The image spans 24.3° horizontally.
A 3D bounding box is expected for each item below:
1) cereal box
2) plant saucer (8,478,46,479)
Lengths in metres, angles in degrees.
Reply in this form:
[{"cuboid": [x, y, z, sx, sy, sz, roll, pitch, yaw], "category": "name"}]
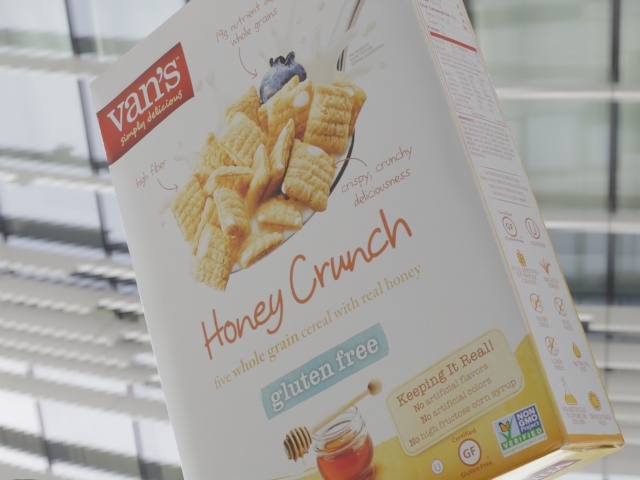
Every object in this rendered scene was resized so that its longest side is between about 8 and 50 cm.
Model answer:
[{"cuboid": [0.000, 0.000, 0.582, 0.173, 0.240, 0.047, -33, 154, 33], "category": "cereal box"}, {"cuboid": [-0.076, 0.115, 0.341, 0.021, 0.119, 0.119, 17, -145, 39], "category": "plant saucer"}]
